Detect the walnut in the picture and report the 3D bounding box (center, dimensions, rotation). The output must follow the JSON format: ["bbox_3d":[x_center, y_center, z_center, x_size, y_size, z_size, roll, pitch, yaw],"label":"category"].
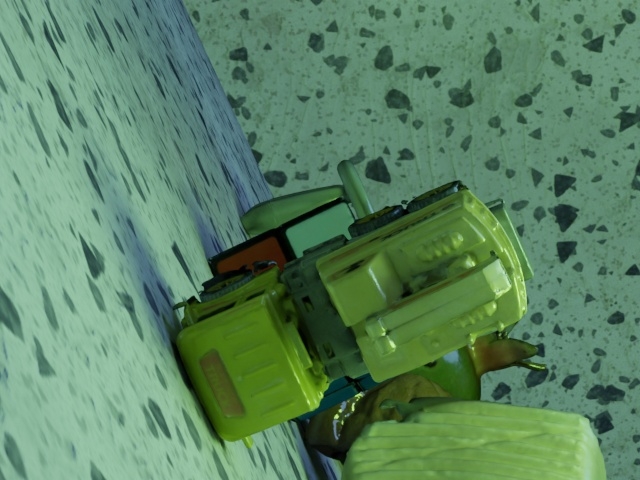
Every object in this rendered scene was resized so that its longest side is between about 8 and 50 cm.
[{"bbox_3d":[0.107,0.258,1.761,0.141,0.204,0.238,-15,-78,52],"label":"walnut"}]

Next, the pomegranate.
[{"bbox_3d":[0.134,0.172,2.123,0.291,0.323,0.291,43,26,-27],"label":"pomegranate"}]

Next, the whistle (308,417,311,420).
[{"bbox_3d":[-0.008,0.141,1.826,0.110,0.092,0.244,-98,165,-70],"label":"whistle"}]

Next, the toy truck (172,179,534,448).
[{"bbox_3d":[0.025,0.057,1.114,0.157,0.272,0.124,-57,124,-79],"label":"toy truck"}]

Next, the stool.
[{"bbox_3d":[0.000,0.000,2.332,0.195,0.199,0.195,64,1,-4],"label":"stool"}]

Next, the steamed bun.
[{"bbox_3d":[0.171,0.345,1.580,0.273,0.290,0.272,-80,156,-54],"label":"steamed bun"}]

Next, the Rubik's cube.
[{"bbox_3d":[-0.001,0.079,1.624,0.183,0.167,0.180,63,2,-76],"label":"Rubik's cube"}]
